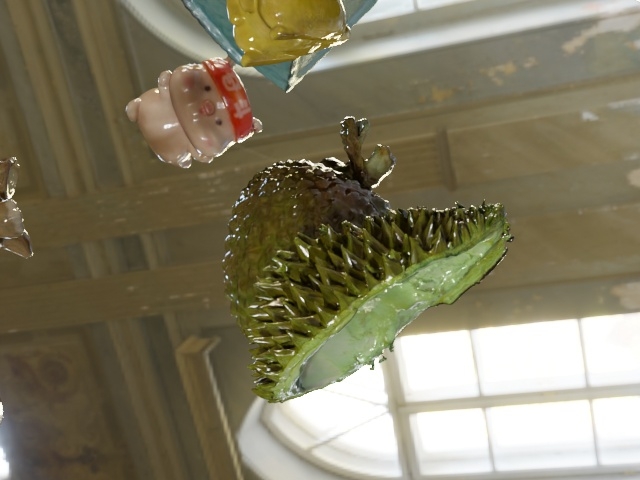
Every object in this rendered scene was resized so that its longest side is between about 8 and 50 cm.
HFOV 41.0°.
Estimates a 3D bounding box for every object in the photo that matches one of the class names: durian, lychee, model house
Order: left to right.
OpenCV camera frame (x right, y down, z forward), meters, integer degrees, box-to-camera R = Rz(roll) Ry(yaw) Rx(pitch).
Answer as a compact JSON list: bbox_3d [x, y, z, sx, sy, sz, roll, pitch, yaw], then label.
[{"bbox_3d":[-0.051,-0.413,1.218,0.280,0.249,0.230,-48,-6,-22],"label":"model house"},{"bbox_3d":[-0.005,0.010,1.197,0.270,0.270,0.320,68,-150,-41],"label":"lychee"},{"bbox_3d":[0.050,0.081,0.959,0.198,0.394,0.163,41,-154,-23],"label":"durian"}]

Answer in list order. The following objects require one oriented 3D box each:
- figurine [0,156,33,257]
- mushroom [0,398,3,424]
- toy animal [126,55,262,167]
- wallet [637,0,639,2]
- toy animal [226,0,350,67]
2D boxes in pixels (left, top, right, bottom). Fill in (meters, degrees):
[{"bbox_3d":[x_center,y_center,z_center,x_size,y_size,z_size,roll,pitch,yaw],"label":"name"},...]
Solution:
[{"bbox_3d":[-0.485,0.016,1.115,0.177,0.247,0.173,-117,12,-50],"label":"figurine"},{"bbox_3d":[-0.417,0.213,1.005,0.210,0.072,0.094,120,164,-60],"label":"mushroom"},{"bbox_3d":[-0.201,-0.210,1.422,0.171,0.197,0.171,44,-145,-42],"label":"toy animal"},{"bbox_3d":[0.196,-0.322,0.578,0.054,0.251,0.290,-34,-30,-32],"label":"wallet"},{"bbox_3d":[-0.039,-0.206,0.597,0.083,0.070,0.159,-20,-94,-35],"label":"toy animal"}]
